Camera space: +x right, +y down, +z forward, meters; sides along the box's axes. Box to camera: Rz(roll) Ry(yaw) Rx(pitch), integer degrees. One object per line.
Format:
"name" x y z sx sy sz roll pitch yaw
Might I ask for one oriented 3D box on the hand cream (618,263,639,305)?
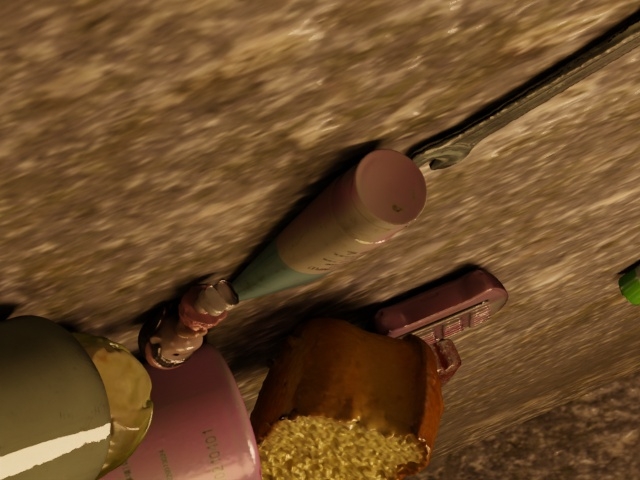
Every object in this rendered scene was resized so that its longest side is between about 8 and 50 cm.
"hand cream" 0.542 0.002 2.028 0.275 0.050 0.079 -40 -176 35

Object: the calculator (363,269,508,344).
"calculator" 0.145 0.099 1.821 0.194 0.043 0.294 -23 167 1

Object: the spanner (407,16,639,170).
"spanner" 0.193 -0.131 1.196 0.302 0.017 0.071 -31 161 30

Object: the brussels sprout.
"brussels sprout" -0.238 0.161 1.351 0.180 0.144 0.161 -18 132 28

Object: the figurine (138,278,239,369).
"figurine" -0.128 0.078 1.386 0.072 0.054 0.129 -25 164 -50

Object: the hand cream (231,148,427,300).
"hand cream" 0.000 0.000 1.311 0.111 0.070 0.312 -15 170 -29

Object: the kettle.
"kettle" -0.335 0.167 1.157 0.240 0.165 0.255 -3 -171 36

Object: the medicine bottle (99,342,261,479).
"medicine bottle" -0.223 0.234 1.516 0.290 0.178 0.178 -19 163 -14

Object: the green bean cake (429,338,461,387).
"green bean cake" 0.124 0.192 2.046 0.135 0.056 0.135 -17 164 -17

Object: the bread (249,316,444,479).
"bread" 0.022 0.188 1.645 0.194 0.179 0.340 17 154 -10
